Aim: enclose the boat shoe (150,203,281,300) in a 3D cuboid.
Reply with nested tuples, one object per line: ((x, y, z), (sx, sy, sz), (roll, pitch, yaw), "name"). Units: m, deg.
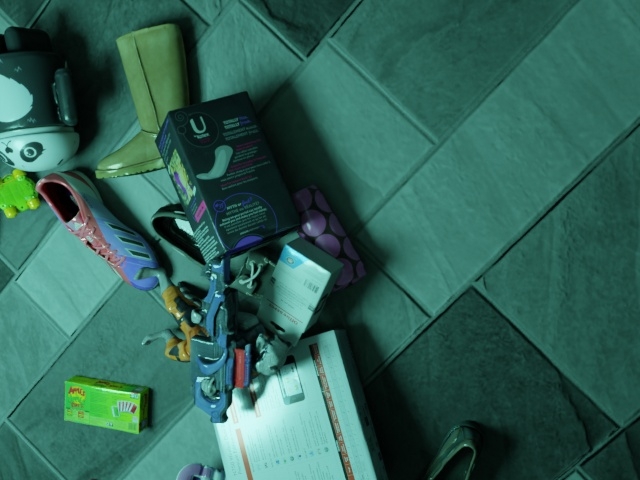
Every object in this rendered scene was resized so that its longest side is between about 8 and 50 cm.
((-0.194, 0.034, 1.352), (0.335, 0.095, 0.112), (30, 104, 7), "boat shoe")

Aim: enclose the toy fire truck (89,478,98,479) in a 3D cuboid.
((-0.486, 0.652, 1.536), (0.135, 0.047, 0.192), (10, 101, 12), "toy fire truck")

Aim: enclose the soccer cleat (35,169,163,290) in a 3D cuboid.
((-0.458, -0.014, 1.395), (0.108, 0.116, 0.318), (-42, 87, 15), "soccer cleat")

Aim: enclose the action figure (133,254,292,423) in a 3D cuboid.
((-0.198, 0.146, 1.285), (0.330, 0.178, 0.342), (24, 117, 23), "action figure")

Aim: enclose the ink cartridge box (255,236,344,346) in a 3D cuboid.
((-0.043, 0.097, 1.274), (0.104, 0.060, 0.180), (32, 118, 14), "ink cartridge box")

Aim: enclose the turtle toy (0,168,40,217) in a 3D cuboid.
((-0.667, -0.093, 1.449), (0.130, 0.066, 0.095), (-25, 92, -19), "turtle toy")

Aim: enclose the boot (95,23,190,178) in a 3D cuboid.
((-0.363, -0.272, 1.356), (0.236, 0.089, 0.270), (-12, 96, 2), "boot")

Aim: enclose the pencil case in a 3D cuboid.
((0.000, 0.000, 1.310), (0.095, 0.098, 0.209), (-27, 90, -24), "pencil case")

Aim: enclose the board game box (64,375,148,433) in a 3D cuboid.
((-0.472, 0.361, 1.492), (0.181, 0.043, 0.092), (6, 99, 12), "board game box")

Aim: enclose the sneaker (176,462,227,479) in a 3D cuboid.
((-0.195, 0.537, 1.436), (0.236, 0.104, 0.095), (20, 61, -9), "sneaker")

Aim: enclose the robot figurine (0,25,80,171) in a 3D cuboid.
((-0.586, -0.278, 1.356), (0.173, 0.209, 0.278), (-11, 97, -24), "robot figurine")

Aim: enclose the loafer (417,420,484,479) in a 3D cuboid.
((0.241, 0.483, 1.323), (0.096, 0.084, 0.268), (22, 102, 9), "loafer")

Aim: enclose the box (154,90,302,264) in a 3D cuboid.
((-0.174, -0.112, 1.256), (0.165, 0.143, 0.271), (-21, 86, -26), "box")

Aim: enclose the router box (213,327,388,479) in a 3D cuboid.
((-0.052, 0.374, 1.337), (0.301, 0.082, 0.336), (-18, 80, 15), "router box")
